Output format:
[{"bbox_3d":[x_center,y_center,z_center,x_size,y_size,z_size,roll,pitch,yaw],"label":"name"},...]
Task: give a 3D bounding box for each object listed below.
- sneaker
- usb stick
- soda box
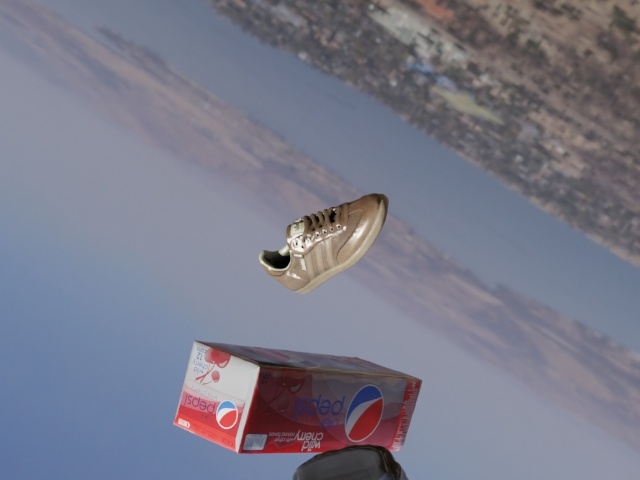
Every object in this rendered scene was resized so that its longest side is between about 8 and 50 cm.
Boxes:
[{"bbox_3d":[0.000,0.000,1.234,0.071,0.188,0.066,28,-136,-22],"label":"sneaker"},{"bbox_3d":[0.044,0.218,0.811,0.278,0.077,0.045,66,-169,-56],"label":"usb stick"},{"bbox_3d":[-0.015,0.157,1.073,0.092,0.083,0.263,14,180,40],"label":"soda box"}]
